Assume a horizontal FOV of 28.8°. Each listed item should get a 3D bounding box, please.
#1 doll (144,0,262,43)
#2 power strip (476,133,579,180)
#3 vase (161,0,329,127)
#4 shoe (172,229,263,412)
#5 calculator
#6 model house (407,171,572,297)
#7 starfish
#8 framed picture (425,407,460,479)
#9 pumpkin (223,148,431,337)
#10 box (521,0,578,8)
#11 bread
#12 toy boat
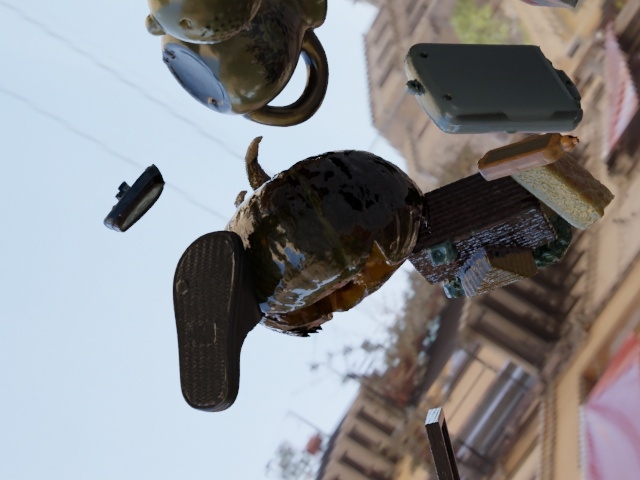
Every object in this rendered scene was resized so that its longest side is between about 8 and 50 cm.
[{"bbox_3d":[-0.148,-0.384,1.730,0.177,0.260,0.161,-26,-105,-30],"label":"doll"},{"bbox_3d":[0.311,-0.129,1.859,0.028,0.178,0.049,52,-133,-22],"label":"power strip"},{"bbox_3d":[-0.099,-0.350,2.225,0.241,0.302,0.329,12,144,52],"label":"vase"},{"bbox_3d":[-0.132,0.110,1.670,0.108,0.241,0.093,-4,170,31],"label":"shoe"},{"bbox_3d":[0.210,-0.187,1.518,0.246,0.045,0.141,-4,-131,-27],"label":"calculator"},{"bbox_3d":[0.307,-0.007,2.258,0.230,0.280,0.249,65,-167,-8],"label":"model house"},{"bbox_3d":[-0.079,-0.077,2.190,0.238,0.071,0.216,-20,-87,-58],"label":"starfish"},{"bbox_3d":[0.185,0.336,1.815,0.128,0.023,0.168,-12,-92,-82],"label":"framed picture"},{"bbox_3d":[0.000,0.000,1.780,0.320,0.320,0.192,-11,-117,-56],"label":"pumpkin"},{"bbox_3d":[0.311,-0.475,2.114,0.269,0.079,0.135,17,-176,-28],"label":"box"},{"bbox_3d":[0.411,-0.104,2.138,0.188,0.068,0.125,40,-153,7],"label":"bread"},{"bbox_3d":[-0.323,-0.075,2.145,0.061,0.137,0.060,36,172,28],"label":"toy boat"}]
